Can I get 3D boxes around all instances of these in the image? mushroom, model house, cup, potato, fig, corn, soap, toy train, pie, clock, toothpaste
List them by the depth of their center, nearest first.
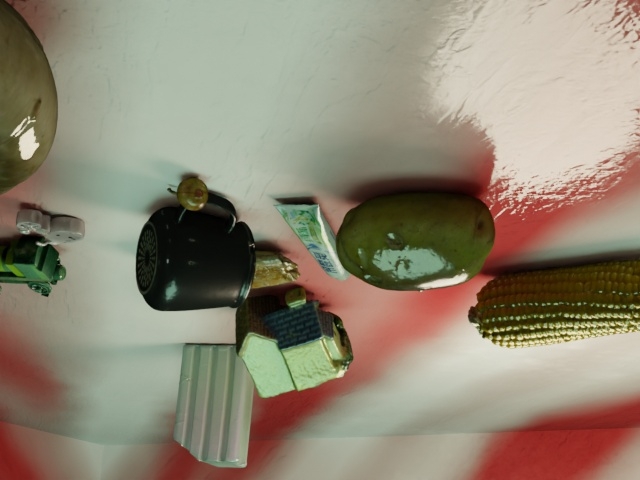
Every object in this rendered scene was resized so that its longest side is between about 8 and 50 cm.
[{"bbox_3d":[-0.461,-0.133,1.137,0.362,0.295,0.362,5,160,2],"label":"mushroom"},{"bbox_3d":[0.141,0.003,1.648,0.228,0.149,0.197,3,175,-6],"label":"potato"},{"bbox_3d":[-0.203,-0.072,1.654,0.050,0.050,0.083,20,173,-39],"label":"fig"},{"bbox_3d":[-0.192,0.017,1.757,0.176,0.169,0.223,8,130,-24],"label":"cup"},{"bbox_3d":[0.000,0.000,1.821,0.074,0.048,0.297,1,157,17],"label":"toothpaste"},{"bbox_3d":[-0.465,-0.022,1.848,0.087,0.041,0.129,-16,158,37],"label":"clock"},{"bbox_3d":[0.448,0.109,1.907,0.387,0.144,0.144,-12,156,31],"label":"corn"},{"bbox_3d":[-0.170,0.056,1.970,0.282,0.068,0.128,-5,160,22],"label":"pie"},{"bbox_3d":[-0.574,0.042,2.009,0.200,0.083,0.132,-1,149,14],"label":"toy train"},{"bbox_3d":[-0.063,0.177,2.208,0.214,0.195,0.189,-16,131,13],"label":"model house"},{"bbox_3d":[-0.255,0.399,2.642,0.172,0.290,0.095,-1,158,12],"label":"soap"}]
